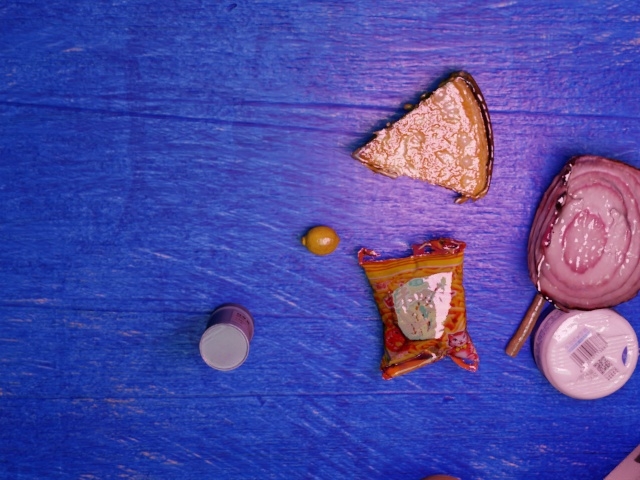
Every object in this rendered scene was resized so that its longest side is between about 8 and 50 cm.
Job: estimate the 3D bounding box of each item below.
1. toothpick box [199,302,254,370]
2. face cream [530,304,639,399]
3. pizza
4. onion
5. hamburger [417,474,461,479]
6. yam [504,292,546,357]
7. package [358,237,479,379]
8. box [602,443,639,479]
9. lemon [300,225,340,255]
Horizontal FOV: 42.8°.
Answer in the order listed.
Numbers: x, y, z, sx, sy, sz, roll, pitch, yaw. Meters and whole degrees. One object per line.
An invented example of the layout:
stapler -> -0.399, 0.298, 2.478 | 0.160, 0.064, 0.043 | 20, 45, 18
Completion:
toothpick box -> -0.190, 0.195, 1.678 | 0.101, 0.153, 0.101 | 0, 102, -1
face cream -> 0.554, 0.226, 1.713 | 0.206, 0.111, 0.206 | -1, 102, -3
pizza -> 0.233, -0.170, 1.649 | 0.287, 0.074, 0.251 | -33, 99, 7
onion -> 0.552, -0.005, 1.660 | 0.280, 0.146, 0.314 | 14, 93, -17
hamburger -> 0.246, 0.647, 1.721 | 0.300, 0.300, 0.176 | -53, 140, 9
yam -> 0.439, 0.181, 1.743 | 0.032, 0.032, 0.145 | 25, 99, -5
package -> 0.204, 0.141, 1.699 | 0.223, 0.108, 0.288 | -7, 94, 6
box -> 0.636, 0.637, 1.688 | 0.090, 0.367, 0.373 | 10, 104, 38
lemon -> 0.000, 0.000, 1.687 | 0.083, 0.062, 0.062 | -2, 101, -2
